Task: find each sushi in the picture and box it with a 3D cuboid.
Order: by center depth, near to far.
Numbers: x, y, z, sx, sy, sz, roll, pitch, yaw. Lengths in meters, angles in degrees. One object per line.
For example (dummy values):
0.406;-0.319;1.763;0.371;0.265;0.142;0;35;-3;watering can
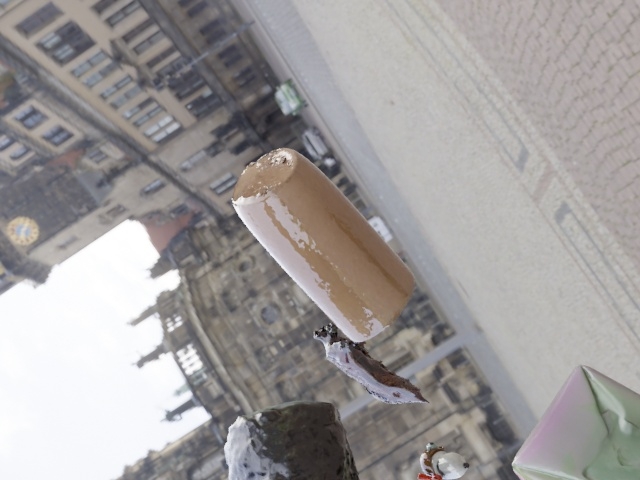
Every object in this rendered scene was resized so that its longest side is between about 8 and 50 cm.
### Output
-0.028;0.245;0.743;0.225;0.124;0.127;100;159;-63;sushi

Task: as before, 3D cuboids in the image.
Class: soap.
0.317;0.248;0.751;0.182;0.138;0.199;31;169;38;soap

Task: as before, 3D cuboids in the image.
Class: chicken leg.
0.087;0.233;1.359;0.234;0.063;0.105;40;159;-6;chicken leg

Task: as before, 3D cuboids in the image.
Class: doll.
0.125;0.262;0.811;0.058;0.085;0.040;1;130;53;doll

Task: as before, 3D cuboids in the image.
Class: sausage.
0.000;0.000;0.939;0.253;0.123;0.123;46;-174;-13;sausage
